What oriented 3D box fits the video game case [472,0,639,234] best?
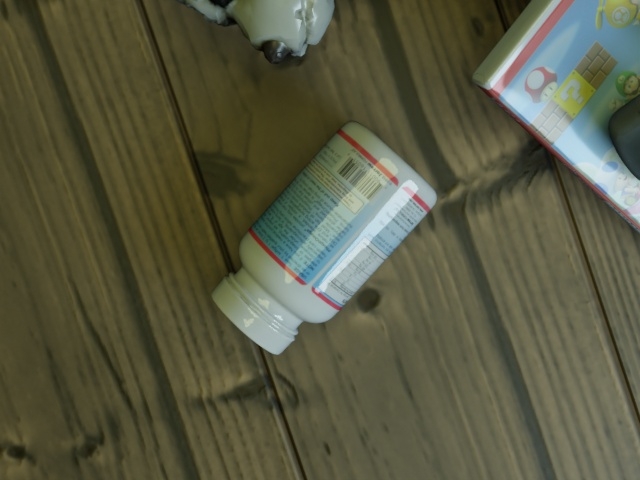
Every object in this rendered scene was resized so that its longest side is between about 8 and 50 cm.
[{"bbox_3d":[0.261,-0.099,0.721,0.285,0.025,0.204,37,94,-25],"label":"video game case"}]

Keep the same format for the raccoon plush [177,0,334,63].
[{"bbox_3d":[0.017,-0.335,0.735,0.299,0.216,0.446,1,67,14],"label":"raccoon plush"}]

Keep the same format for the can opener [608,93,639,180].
[{"bbox_3d":[0.304,-0.036,0.715,0.280,0.074,0.093,31,131,-24],"label":"can opener"}]

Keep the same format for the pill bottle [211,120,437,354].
[{"bbox_3d":[0.000,0.000,0.763,0.087,0.087,0.160,43,94,0],"label":"pill bottle"}]
